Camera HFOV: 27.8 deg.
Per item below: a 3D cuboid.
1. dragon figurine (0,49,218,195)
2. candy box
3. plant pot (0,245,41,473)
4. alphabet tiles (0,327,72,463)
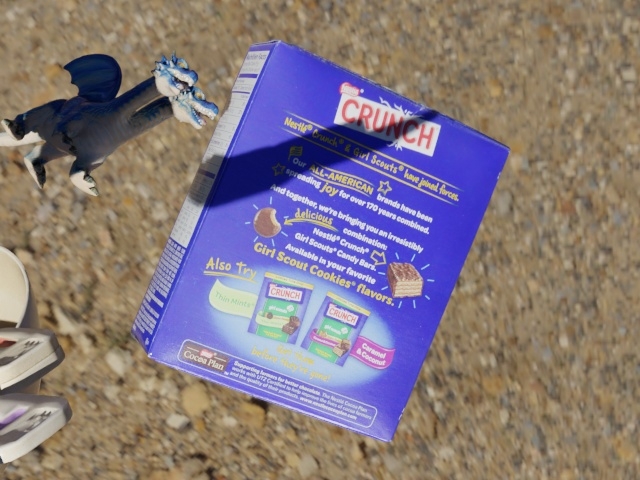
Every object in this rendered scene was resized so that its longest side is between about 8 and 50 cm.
[{"bbox_3d":[-0.228,-0.124,1.262,0.289,0.085,0.144,9,46,43],"label":"dragon figurine"},{"bbox_3d":[0.000,0.000,1.260,0.268,0.122,0.317,23,91,-21],"label":"candy box"},{"bbox_3d":[-0.404,0.157,1.321,0.284,0.191,0.284,-9,38,7],"label":"plant pot"},{"bbox_3d":[-0.279,0.120,0.695,0.278,0.021,0.284,-2,24,40],"label":"alphabet tiles"}]
